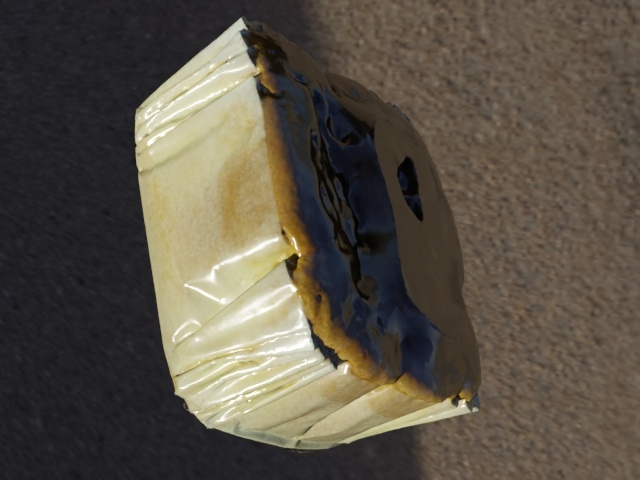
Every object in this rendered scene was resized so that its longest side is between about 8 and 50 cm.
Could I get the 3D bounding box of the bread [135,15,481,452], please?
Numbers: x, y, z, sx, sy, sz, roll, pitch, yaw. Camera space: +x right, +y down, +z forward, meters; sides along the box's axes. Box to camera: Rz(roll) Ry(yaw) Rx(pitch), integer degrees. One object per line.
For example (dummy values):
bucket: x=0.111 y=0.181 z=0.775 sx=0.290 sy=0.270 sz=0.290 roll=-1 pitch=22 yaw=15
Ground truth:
bread: x=0.001 y=0.001 z=0.702 sx=0.192 sy=0.110 sz=0.209 roll=24 pitch=49 yaw=-50
